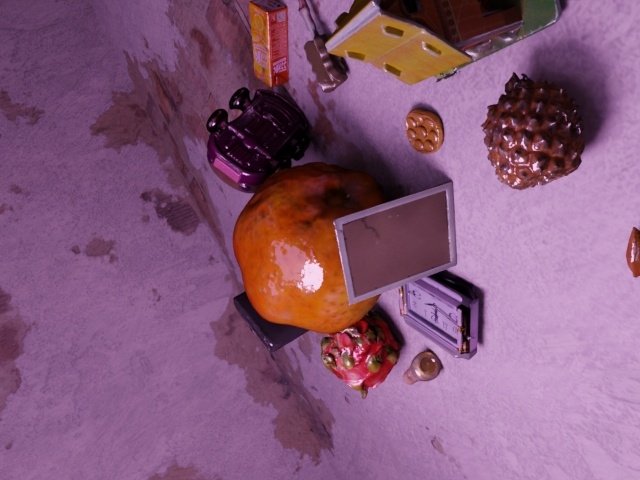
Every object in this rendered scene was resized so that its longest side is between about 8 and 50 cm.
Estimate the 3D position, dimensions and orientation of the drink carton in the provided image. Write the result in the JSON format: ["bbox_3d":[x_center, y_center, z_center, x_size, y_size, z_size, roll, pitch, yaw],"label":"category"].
[{"bbox_3d":[-0.144,-0.566,1.487,0.096,0.071,0.223,43,148,32],"label":"drink carton"}]

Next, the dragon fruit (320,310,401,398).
[{"bbox_3d":[0.131,0.344,1.643,0.237,0.231,0.302,48,-168,29],"label":"dragon fruit"}]

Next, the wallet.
[{"bbox_3d":[-0.043,0.168,1.606,0.228,0.405,0.062,44,146,34],"label":"wallet"}]

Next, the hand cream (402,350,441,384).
[{"bbox_3d":[0.296,0.404,1.584,0.084,0.083,0.203,54,158,17],"label":"hand cream"}]

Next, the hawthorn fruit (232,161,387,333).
[{"bbox_3d":[0.000,0.000,1.389,0.471,0.471,0.472,43,148,36],"label":"hawthorn fruit"}]

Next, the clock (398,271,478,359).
[{"bbox_3d":[0.307,0.172,1.334,0.253,0.083,0.187,33,142,47],"label":"clock"}]

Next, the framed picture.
[{"bbox_3d":[0.179,0.007,1.189,0.018,0.293,0.231,-130,25,-58],"label":"framed picture"}]

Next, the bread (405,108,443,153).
[{"bbox_3d":[0.229,-0.243,1.153,0.110,0.024,0.110,44,150,34],"label":"bread"}]

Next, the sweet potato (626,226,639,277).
[{"bbox_3d":[0.521,0.022,0.852,0.034,0.034,0.095,18,132,56],"label":"sweet potato"}]

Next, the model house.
[{"bbox_3d":[0.128,-0.420,0.831,0.300,0.323,0.341,-4,111,61],"label":"model house"}]

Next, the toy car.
[{"bbox_3d":[-0.201,-0.277,1.565,0.271,0.341,0.240,38,146,-1],"label":"toy car"}]

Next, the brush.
[{"bbox_3d":[-0.017,-0.525,1.300,0.084,0.071,0.301,-16,99,52],"label":"brush"}]

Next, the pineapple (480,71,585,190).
[{"bbox_3d":[0.345,-0.186,0.852,0.166,0.166,0.193,-29,78,64],"label":"pineapple"}]
